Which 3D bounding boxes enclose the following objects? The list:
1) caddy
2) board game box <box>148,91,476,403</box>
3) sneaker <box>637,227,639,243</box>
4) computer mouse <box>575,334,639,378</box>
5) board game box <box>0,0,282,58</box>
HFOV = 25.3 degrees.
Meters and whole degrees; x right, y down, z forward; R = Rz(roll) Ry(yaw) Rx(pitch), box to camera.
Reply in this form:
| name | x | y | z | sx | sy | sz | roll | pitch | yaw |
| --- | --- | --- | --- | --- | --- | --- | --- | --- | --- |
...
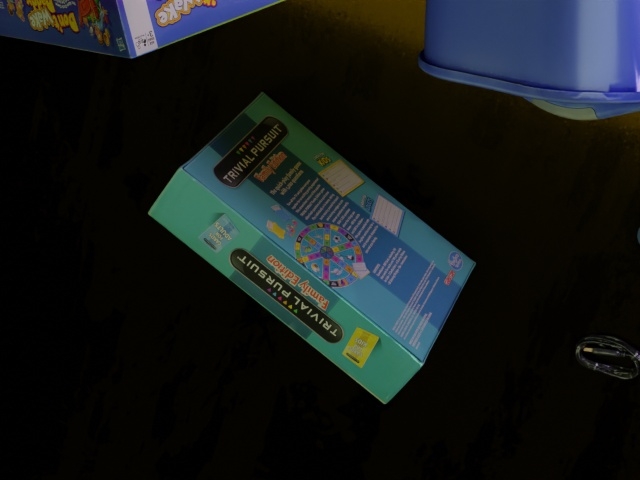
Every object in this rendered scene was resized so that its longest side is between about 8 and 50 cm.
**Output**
| name | x | y | z | sx | sy | sz | roll | pitch | yaw |
| --- | --- | --- | --- | --- | --- | --- | --- | --- | --- |
| caddy | 0.251 | -0.210 | 1.429 | 0.341 | 0.241 | 0.179 | 22 | 119 | 51 |
| board game box | 0.000 | 0.000 | 1.642 | 0.336 | 0.254 | 0.079 | 39 | 121 | 0 |
| sneaker | 0.450 | -0.048 | 1.564 | 0.081 | 0.090 | 0.232 | 48 | 142 | -8 |
| computer mouse | 0.420 | 0.139 | 1.679 | 0.242 | 0.041 | 0.071 | -2 | 114 | 22 |
| board game box | -0.200 | -0.279 | 1.506 | 0.347 | 0.233 | 0.078 | 17 | 127 | 51 |
